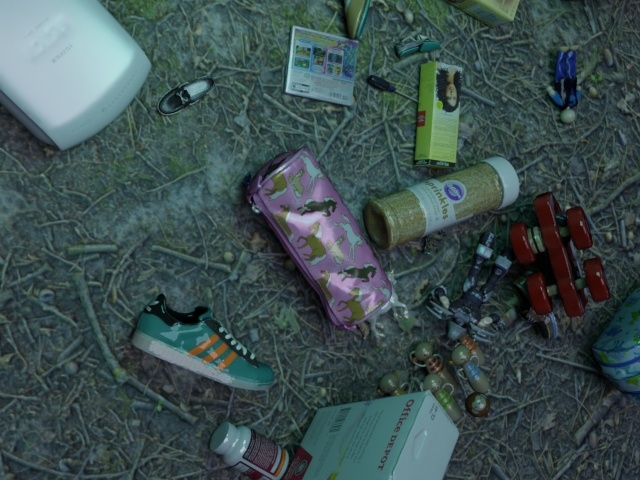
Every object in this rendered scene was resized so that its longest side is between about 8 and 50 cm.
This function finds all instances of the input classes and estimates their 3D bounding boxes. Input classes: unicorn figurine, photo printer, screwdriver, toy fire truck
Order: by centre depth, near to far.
[{"bbox_3d":[-0.475,-0.331,1.299,0.256,0.107,0.307,-48,110,-15],"label":"photo printer"},{"bbox_3d":[0.143,0.142,1.636,0.162,0.060,0.111,-41,109,-18],"label":"unicorn figurine"},{"bbox_3d":[0.179,-0.335,1.650,0.169,0.024,0.025,14,115,-26],"label":"screwdriver"},{"bbox_3d":[0.573,0.031,1.755,0.254,0.169,0.302,-26,98,-67],"label":"toy fire truck"}]

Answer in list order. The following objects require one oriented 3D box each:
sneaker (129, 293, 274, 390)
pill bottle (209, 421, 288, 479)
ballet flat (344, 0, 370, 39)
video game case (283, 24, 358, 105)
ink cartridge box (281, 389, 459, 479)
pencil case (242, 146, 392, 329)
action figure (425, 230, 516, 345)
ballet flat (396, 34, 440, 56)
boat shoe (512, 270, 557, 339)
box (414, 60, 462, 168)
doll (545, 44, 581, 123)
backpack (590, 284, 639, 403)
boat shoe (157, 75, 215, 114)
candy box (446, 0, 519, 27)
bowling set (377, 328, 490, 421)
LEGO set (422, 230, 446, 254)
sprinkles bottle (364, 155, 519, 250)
[{"bbox_3d":[-0.212,0.202,1.449,0.302,0.108,0.121,26,86,-22],"label":"sneaker"},{"bbox_3d":[-0.146,0.433,1.504,0.152,0.086,0.086,37,78,-22],"label":"pill bottle"},{"bbox_3d":[0.087,-0.543,1.579,0.073,0.080,0.232,20,81,4],"label":"ballet flat"},{"bbox_3d":[0.002,-0.371,1.568,0.157,0.019,0.143,6,90,-24],"label":"video game case"},{"bbox_3d":[0.093,0.438,1.462,0.131,0.306,0.226,53,44,-19],"label":"ink cartridge box"},{"bbox_3d":[0.000,0.000,1.511,0.167,0.160,0.386,-31,108,10],"label":"pencil case"},{"bbox_3d":[0.356,0.124,1.691,0.185,0.099,0.285,32,66,3],"label":"action figure"},{"bbox_3d":[0.219,-0.444,1.655,0.114,0.041,0.041,-18,100,-24],"label":"ballet flat"},{"bbox_3d":[0.523,0.170,1.817,0.066,0.066,0.183,-25,93,-17],"label":"boat shoe"},{"bbox_3d":[0.267,-0.281,1.668,0.087,0.058,0.232,2,93,-33],"label":"box"},{"bbox_3d":[0.610,-0.386,1.832,0.129,0.046,0.189,-14,105,-33],"label":"doll"},{"bbox_3d":[0.873,0.249,1.882,0.273,0.290,0.356,30,87,-14],"label":"backpack"},{"bbox_3d":[-0.261,-0.285,1.439,0.125,0.038,0.046,-30,105,-21],"label":"boat shoe"},{"bbox_3d":[0.321,-0.639,1.662,0.316,0.087,0.183,21,84,-25],"label":"candy box"},{"bbox_3d":[0.295,0.301,1.647,0.287,0.200,0.154,-42,107,-21],"label":"bowling set"},{"bbox_3d":[0.259,0.003,1.708,0.083,0.023,0.054,-28,107,-34],"label":"LEGO set"},{"bbox_3d":[0.275,-0.086,1.653,0.355,0.121,0.121,-20,101,-22],"label":"sprinkles bottle"}]
